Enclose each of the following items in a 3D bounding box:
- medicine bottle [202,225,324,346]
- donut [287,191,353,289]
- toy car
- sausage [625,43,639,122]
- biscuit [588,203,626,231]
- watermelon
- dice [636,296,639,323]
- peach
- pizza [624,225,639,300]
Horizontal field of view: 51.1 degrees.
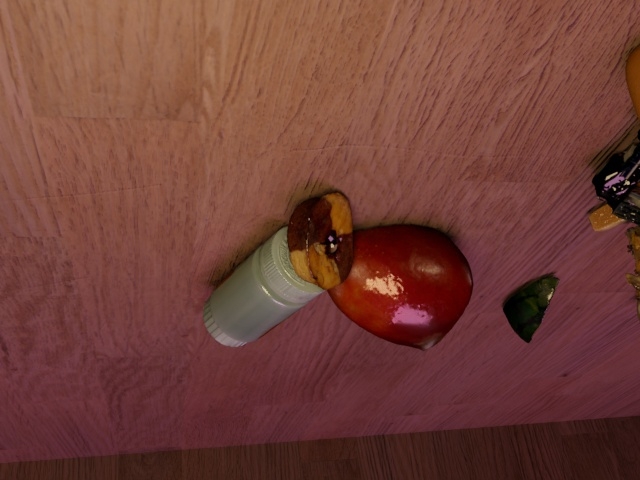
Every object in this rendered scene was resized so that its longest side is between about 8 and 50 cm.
[{"bbox_3d":[-0.123,0.110,1.446,0.158,0.158,0.318,15,143,-34],"label":"medicine bottle"},{"bbox_3d":[0.000,0.000,1.289,0.073,0.166,0.184,3,115,34],"label":"donut"},{"bbox_3d":[0.641,-0.136,1.207,0.118,0.193,0.301,-44,166,-35],"label":"toy car"},{"bbox_3d":[0.548,-0.148,0.970,0.116,0.354,0.134,18,142,-38],"label":"sausage"},{"bbox_3d":[0.669,-0.076,1.426,0.056,0.052,0.188,1,153,-48],"label":"biscuit"},{"bbox_3d":[0.583,0.199,1.839,0.129,0.123,0.301,-29,152,-6],"label":"watermelon"},{"bbox_3d":[0.997,0.198,1.853,0.169,0.169,0.166,-7,151,-3],"label":"dice"},{"bbox_3d":[0.155,0.082,1.469,0.338,0.281,0.281,30,146,5],"label":"peach"},{"bbox_3d":[0.787,-0.011,1.273,0.392,0.435,0.080,-13,107,26],"label":"pizza"}]
